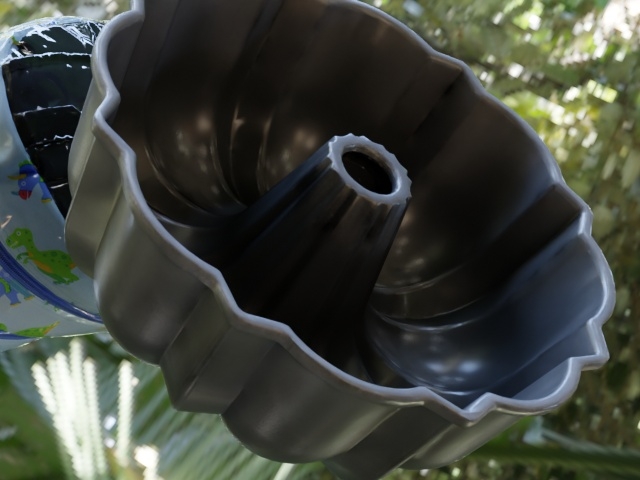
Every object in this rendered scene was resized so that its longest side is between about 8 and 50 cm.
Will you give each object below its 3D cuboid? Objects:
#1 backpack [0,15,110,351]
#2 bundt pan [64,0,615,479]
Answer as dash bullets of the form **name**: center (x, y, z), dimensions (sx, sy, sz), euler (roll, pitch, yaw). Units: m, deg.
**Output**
- **backpack**: center (-0.201, -0.041, 1.159), dimensions (0.273, 0.355, 0.290), euler (-20, -88, 4)
- **bundt pan**: center (0.000, 0.000, 0.830), dimensions (0.331, 0.331, 0.124), euler (34, -54, -2)
